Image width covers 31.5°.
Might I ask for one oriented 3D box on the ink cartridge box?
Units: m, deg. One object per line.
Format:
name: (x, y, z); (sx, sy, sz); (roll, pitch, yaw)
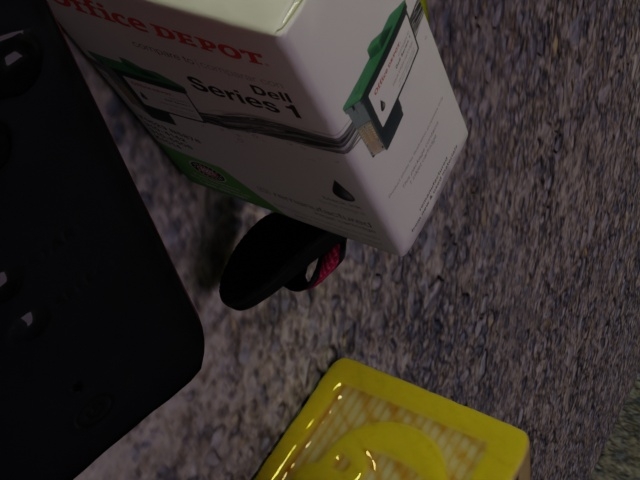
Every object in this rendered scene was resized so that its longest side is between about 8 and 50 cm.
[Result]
ink cartridge box: (-0.031, -0.096, 0.580); (0.092, 0.160, 0.219); (-62, 152, -15)

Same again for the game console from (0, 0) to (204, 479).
game console: (-0.220, 0.073, 0.330); (0.386, 0.060, 0.342); (-39, 144, -16)

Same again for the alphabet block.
alphabet block: (0.059, 0.253, 0.972); (0.193, 0.192, 0.197); (-55, 152, -31)

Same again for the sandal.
sandal: (0.000, 0.000, 0.720); (0.040, 0.179, 0.067); (33, 41, -31)

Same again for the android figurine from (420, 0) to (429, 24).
android figurine: (0.072, -0.253, 0.740); (0.248, 0.056, 0.273); (-38, 145, -21)
